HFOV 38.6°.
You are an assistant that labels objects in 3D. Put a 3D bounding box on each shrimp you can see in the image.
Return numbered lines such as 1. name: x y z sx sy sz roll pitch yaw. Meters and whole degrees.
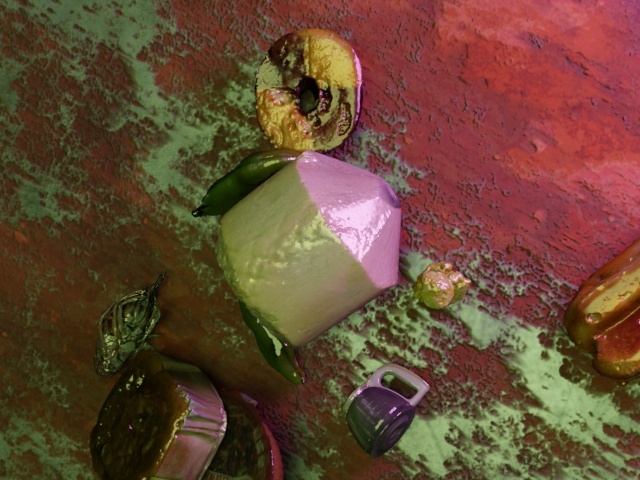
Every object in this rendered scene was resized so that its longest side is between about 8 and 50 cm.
1. shrimp: -0.291 0.127 1.406 0.073 0.075 0.190 34 86 43

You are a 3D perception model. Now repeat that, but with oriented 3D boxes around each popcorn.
1. popcorn: 0.173 0.069 1.307 0.083 0.060 0.068 0 59 -10

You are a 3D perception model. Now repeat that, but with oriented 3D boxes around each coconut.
1. coconut: 0.000 0.000 1.256 0.244 0.239 0.239 -37 82 11

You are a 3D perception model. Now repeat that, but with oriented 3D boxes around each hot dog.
1. hot dog: 0.484 0.047 1.207 0.349 0.117 0.158 -41 76 11

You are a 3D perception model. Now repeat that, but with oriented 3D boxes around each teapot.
1. teapot: 0.087 0.243 1.321 0.090 0.124 0.092 39 139 26

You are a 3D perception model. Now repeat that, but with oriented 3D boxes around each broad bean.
1. broad bean: -0.115 -0.084 1.353 0.213 0.070 0.048 -24 55 34
2. broad bean: -0.080 0.129 1.368 0.061 0.046 0.196 -20 84 14

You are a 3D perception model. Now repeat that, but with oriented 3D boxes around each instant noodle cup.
1. instant noodle cup: -0.132 0.357 1.326 0.274 0.090 0.274 -22 58 39

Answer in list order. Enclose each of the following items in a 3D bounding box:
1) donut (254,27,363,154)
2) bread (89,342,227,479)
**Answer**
1. donut: -0.013 -0.213 1.342 0.166 0.073 0.184 -10 88 12
2. bread: -0.242 0.279 1.329 0.192 0.109 0.210 39 101 47
